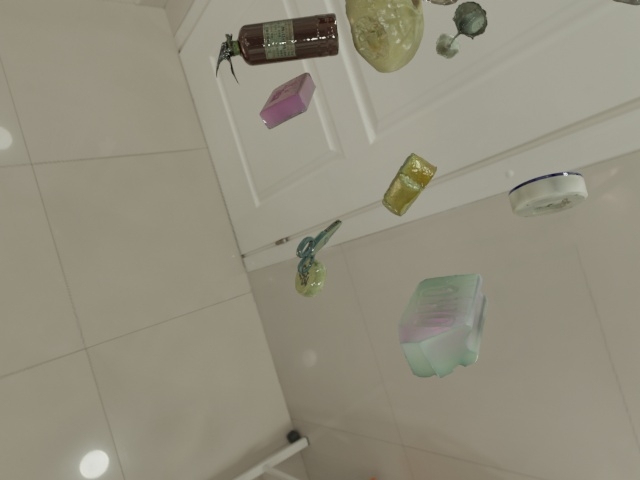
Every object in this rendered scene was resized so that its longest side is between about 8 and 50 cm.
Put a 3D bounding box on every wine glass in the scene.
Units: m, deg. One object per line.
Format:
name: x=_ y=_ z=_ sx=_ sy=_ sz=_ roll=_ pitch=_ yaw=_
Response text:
wine glass: x=0.465 y=-0.702 z=1.438 sx=0.122 sy=0.183 sz=0.122 roll=0 pitch=88 yaw=-10

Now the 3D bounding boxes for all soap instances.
soap: x=-0.125 y=-0.552 z=1.670 sx=0.081 sy=0.181 sz=0.259 roll=57 pitch=27 yaw=-29
soap: x=0.343 y=0.230 z=1.206 sx=0.347 sy=0.208 sz=0.114 roll=-45 pitch=118 yaw=-54

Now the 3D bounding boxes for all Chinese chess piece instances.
Chinese chess piece: x=-0.038 y=0.135 z=1.549 sx=0.059 sy=0.144 sz=0.143 roll=20 pitch=67 yaw=-29

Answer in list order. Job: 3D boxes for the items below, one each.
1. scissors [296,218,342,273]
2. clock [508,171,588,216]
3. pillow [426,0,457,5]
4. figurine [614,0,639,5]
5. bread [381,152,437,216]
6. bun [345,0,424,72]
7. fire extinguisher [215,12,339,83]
scissors: x=0.000 y=0.000 z=1.515 sx=0.289 sy=0.041 sz=0.137 roll=-46 pitch=144 yaw=-44
clock: x=0.760 y=-0.148 z=1.428 sx=0.231 sy=0.230 sz=0.083 roll=3 pitch=70 yaw=-36
pillow: x=0.261 y=-0.536 z=0.767 sx=0.131 sy=0.232 sz=0.038 roll=1 pitch=60 yaw=-28
figurine: x=0.738 y=-0.683 z=0.852 sx=0.207 sy=0.386 sz=0.166 roll=15 pitch=61 yaw=5
bread: x=0.321 y=-0.199 z=1.616 sx=0.124 sy=0.257 sz=0.186 roll=36 pitch=44 yaw=7
bun: x=0.254 y=-0.799 z=1.512 sx=0.364 sy=0.202 sz=0.363 roll=6 pitch=82 yaw=-52
fire extinguisher: x=-0.082 y=-0.345 z=0.772 sx=0.232 sy=0.071 sz=0.099 roll=-9 pitch=108 yaw=1
